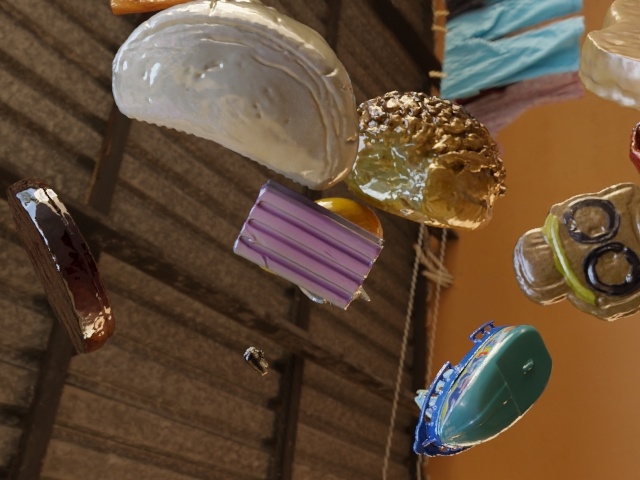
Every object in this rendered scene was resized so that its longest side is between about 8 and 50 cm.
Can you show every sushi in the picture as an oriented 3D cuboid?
[{"bbox_3d":[-0.173,0.332,1.925,0.083,0.044,0.046,49,-158,-8],"label":"sushi"}]

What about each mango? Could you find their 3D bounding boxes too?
[{"bbox_3d":[0.000,0.000,1.329,0.317,0.176,0.119,-8,-129,-38],"label":"mango"}]

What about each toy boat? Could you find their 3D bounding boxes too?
[{"bbox_3d":[0.132,0.147,0.662,0.175,0.110,0.091,-32,-81,-39],"label":"toy boat"}]

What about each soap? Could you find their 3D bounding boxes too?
[{"bbox_3d":[-0.019,0.006,1.073,0.203,0.122,0.065,29,-164,-2],"label":"soap"}]

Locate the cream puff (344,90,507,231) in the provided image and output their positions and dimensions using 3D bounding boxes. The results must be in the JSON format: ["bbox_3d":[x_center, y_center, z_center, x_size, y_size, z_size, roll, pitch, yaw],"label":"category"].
[{"bbox_3d":[0.203,-0.162,1.361,0.327,0.343,0.231,16,-77,-22],"label":"cream puff"}]

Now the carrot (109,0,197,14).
[{"bbox_3d":[-0.364,-0.620,1.663,0.255,0.196,0.195,0,-105,-13],"label":"carrot"}]

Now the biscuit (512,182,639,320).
[{"bbox_3d":[0.443,0.016,1.083,0.041,0.291,0.208,55,-162,-64],"label":"biscuit"}]

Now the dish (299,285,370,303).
[{"bbox_3d":[0.009,0.108,1.757,0.228,0.236,0.086,41,-110,2],"label":"dish"}]

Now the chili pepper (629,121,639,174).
[{"bbox_3d":[0.804,-0.131,1.489,0.305,0.229,0.251,42,-173,-20],"label":"chili pepper"}]

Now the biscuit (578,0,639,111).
[{"bbox_3d":[0.436,-0.149,0.603,0.365,0.385,0.062,-42,-40,-47],"label":"biscuit"}]

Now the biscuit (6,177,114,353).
[{"bbox_3d":[-0.563,0.052,1.539,0.091,0.407,0.407,-26,-78,-26],"label":"biscuit"}]

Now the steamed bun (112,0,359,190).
[{"bbox_3d":[-0.105,-0.248,1.096,0.247,0.384,0.236,-78,8,-74],"label":"steamed bun"}]
